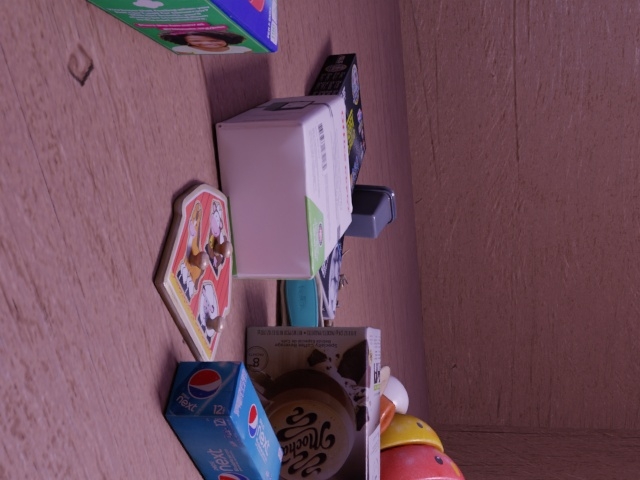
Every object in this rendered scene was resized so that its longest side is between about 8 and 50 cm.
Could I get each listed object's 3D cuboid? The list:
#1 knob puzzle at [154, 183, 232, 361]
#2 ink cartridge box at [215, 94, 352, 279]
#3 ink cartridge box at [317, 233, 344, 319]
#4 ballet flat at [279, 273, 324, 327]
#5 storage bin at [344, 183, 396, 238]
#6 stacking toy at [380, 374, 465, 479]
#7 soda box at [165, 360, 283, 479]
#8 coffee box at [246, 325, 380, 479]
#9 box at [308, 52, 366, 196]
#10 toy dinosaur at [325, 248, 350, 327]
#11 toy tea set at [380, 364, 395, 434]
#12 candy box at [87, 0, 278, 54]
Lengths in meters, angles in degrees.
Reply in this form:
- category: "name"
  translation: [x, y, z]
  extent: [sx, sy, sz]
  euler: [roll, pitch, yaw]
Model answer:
- category: "knob puzzle"
  translation: [-0.121, 0.021, 0.895]
  extent: [0.213, 0.030, 0.213]
  euler: [-1, 90, -78]
- category: "ink cartridge box"
  translation: [-0.039, -0.083, 1.084]
  extent: [0.273, 0.115, 0.198]
  euler: [-54, 141, -70]
- category: "ink cartridge box"
  translation: [0.000, 0.000, 1.426]
  extent: [0.208, 0.045, 0.206]
  euler: [72, 21, -50]
- category: "ballet flat"
  translation: [-0.027, 0.163, 1.226]
  extent: [0.086, 0.086, 0.248]
  euler: [53, 37, -70]
- category: "storage bin"
  translation: [0.072, -0.047, 1.587]
  extent: [0.091, 0.135, 0.098]
  euler: [-56, 145, -50]
- category: "stacking toy"
  translation: [0.175, 0.508, 1.779]
  extent: [0.350, 0.351, 0.480]
  euler: [71, 4, -55]
- category: "soda box"
  translation: [-0.100, 0.216, 0.879]
  extent: [0.210, 0.071, 0.067]
  euler: [76, 17, -47]
- category: "coffee box"
  translation: [-0.008, 0.266, 1.076]
  extent: [0.119, 0.168, 0.297]
  euler: [31, 58, -76]
- category: "box"
  translation: [0.036, -0.222, 1.571]
  extent: [0.270, 0.060, 0.216]
  euler: [-71, 158, -58]
- category: "toy dinosaur"
  translation: [0.022, 0.091, 1.547]
  extent: [0.092, 0.053, 0.183]
  euler: [103, -3, -75]
- category: "toy tea set"
  translation: [0.041, 0.313, 1.519]
  extent: [0.200, 0.124, 0.336]
  euler: [-50, 151, -25]
- category: "candy box"
  translation: [-0.130, -0.320, 0.669]
  extent: [0.317, 0.122, 0.268]
  euler: [-3, 93, -77]
